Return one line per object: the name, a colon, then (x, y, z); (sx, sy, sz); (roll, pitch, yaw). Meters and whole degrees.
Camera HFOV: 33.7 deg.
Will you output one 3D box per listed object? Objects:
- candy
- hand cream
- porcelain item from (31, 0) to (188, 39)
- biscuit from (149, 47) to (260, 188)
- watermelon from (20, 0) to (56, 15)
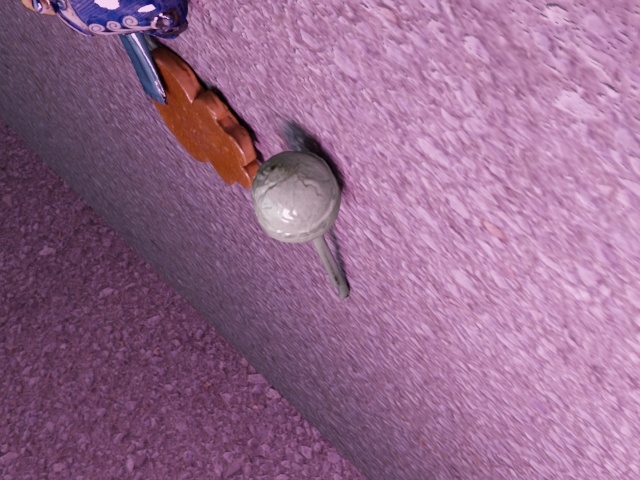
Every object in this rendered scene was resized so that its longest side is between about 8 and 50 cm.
candy: (0.000, 0.000, 1.503); (0.119, 0.119, 0.440); (43, 173, 24)
hand cream: (-0.282, -0.305, 1.563); (0.083, 0.048, 0.224); (35, 152, 47)
porcelain item: (-0.262, -0.349, 1.264); (0.186, 0.138, 0.288); (17, 150, 11)
biscuit: (-0.182, -0.187, 1.616); (0.289, 0.044, 0.202); (37, 154, 37)
watermelon: (-0.481, -0.453, 1.832); (0.163, 0.087, 0.069); (104, 161, -69)
